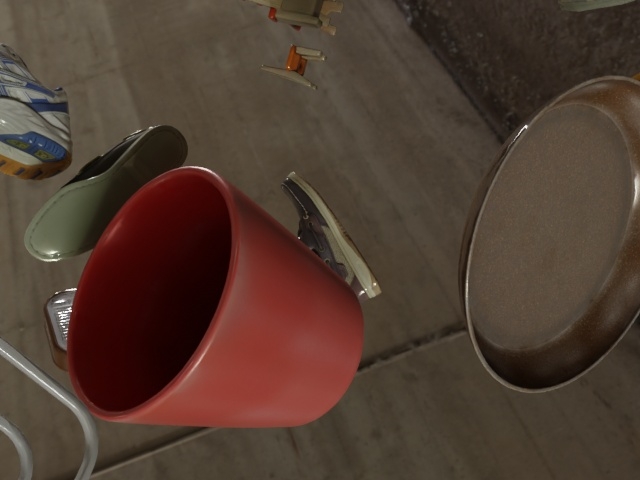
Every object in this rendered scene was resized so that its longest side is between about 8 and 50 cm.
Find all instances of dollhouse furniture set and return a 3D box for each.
[{"bbox_3d":[-0.042,-0.399,1.202,0.259,0.135,0.262,-54,-18,-79],"label":"dollhouse furniture set"}]

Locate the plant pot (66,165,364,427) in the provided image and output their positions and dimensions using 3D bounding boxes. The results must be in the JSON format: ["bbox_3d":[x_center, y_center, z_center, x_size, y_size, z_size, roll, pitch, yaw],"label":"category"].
[{"bbox_3d":[-0.100,0.087,0.808,0.243,0.275,0.275,28,-153,-42],"label":"plant pot"}]

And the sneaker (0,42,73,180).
[{"bbox_3d":[-0.409,-0.180,0.829,0.296,0.112,0.131,39,-141,-56],"label":"sneaker"}]

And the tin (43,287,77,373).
[{"bbox_3d":[-0.345,0.127,1.064,0.190,0.106,0.040,45,141,51],"label":"tin"}]

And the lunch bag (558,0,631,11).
[{"bbox_3d":[0.349,-0.394,0.768,0.287,0.169,0.235,-6,129,41],"label":"lunch bag"}]

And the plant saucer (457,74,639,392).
[{"bbox_3d":[0.237,-0.004,0.706,0.050,0.311,0.310,25,139,51],"label":"plant saucer"}]

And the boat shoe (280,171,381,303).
[{"bbox_3d":[0.000,0.000,1.327,0.285,0.092,0.103,55,176,17],"label":"boat shoe"}]

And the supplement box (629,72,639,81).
[{"bbox_3d":[0.570,-0.178,1.316,0.194,0.191,0.129,51,161,44],"label":"supplement box"}]

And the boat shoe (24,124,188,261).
[{"bbox_3d":[-0.263,-0.058,0.893,0.069,0.228,0.081,14,141,59],"label":"boat shoe"}]

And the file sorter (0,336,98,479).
[{"bbox_3d":[-0.296,0.150,0.402,0.193,0.278,0.173,50,-144,-29],"label":"file sorter"}]
